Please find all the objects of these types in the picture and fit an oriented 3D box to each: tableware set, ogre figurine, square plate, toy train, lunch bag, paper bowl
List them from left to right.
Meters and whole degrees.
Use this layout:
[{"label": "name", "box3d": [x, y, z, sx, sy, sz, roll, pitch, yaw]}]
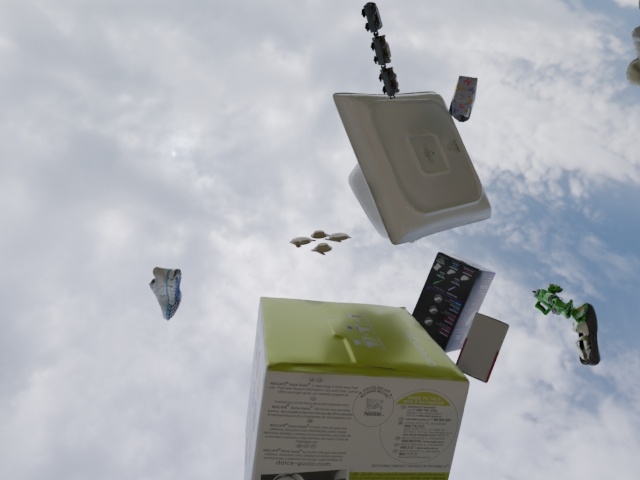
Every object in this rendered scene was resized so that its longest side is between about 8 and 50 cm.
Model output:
[{"label": "tableware set", "box3d": [0.000, 0.000, 1.452, 0.141, 0.020, 0.168, 15, -152, 38]}, {"label": "toy train", "box3d": [0.102, -0.313, 0.790, 0.027, 0.159, 0.036, -4, -145, 28]}, {"label": "paper bowl", "box3d": [0.177, -0.118, 1.236, 0.148, 0.284, 0.285, -32, -110, 9]}, {"label": "square plate", "box3d": [0.224, -0.186, 1.050, 0.343, 0.049, 0.348, -14, -101, -35]}, {"label": "lunch bag", "box3d": [0.317, -0.311, 1.055, 0.053, 0.083, 0.071, 13, -101, 19]}, {"label": "ogre figurine", "box3d": [0.722, 0.193, 1.447, 0.196, 0.097, 0.118, 0, -159, -34]}]

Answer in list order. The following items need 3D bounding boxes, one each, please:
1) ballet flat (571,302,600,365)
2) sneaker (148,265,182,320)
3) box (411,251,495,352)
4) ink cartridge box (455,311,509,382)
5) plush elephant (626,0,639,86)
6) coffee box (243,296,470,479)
[{"label": "ballet flat", "box3d": [0.835, 0.300, 1.500, 0.074, 0.074, 0.204, -11, -85, -18]}, {"label": "sneaker", "box3d": [-0.439, 0.143, 1.336, 0.082, 0.191, 0.071, 16, -146, 4]}, {"label": "box", "box3d": [0.397, 0.188, 1.456, 0.143, 0.165, 0.271, 27, -81, 36]}, {"label": "ink cartridge box", "box3d": [0.349, 0.233, 1.038, 0.072, 0.175, 0.128, 21, -96, 20]}, {"label": "plush elephant", "box3d": [0.846, -0.490, 1.097, 0.329, 0.255, 0.272, -16, -77, -47]}, {"label": "coffee box", "box3d": [0.035, 0.323, 0.915, 0.337, 0.338, 0.335, 6, -78, -10]}]
